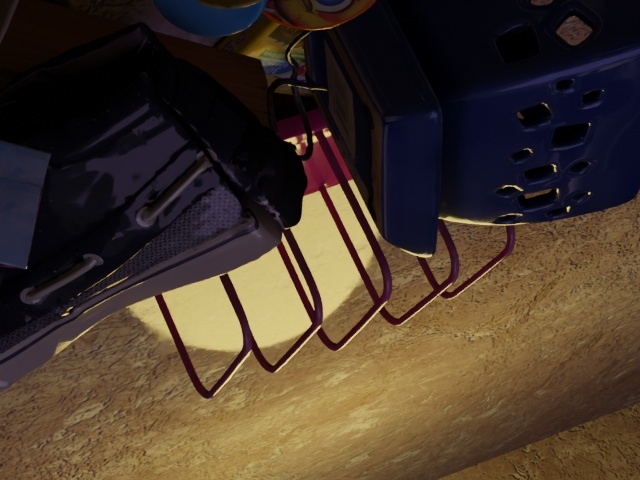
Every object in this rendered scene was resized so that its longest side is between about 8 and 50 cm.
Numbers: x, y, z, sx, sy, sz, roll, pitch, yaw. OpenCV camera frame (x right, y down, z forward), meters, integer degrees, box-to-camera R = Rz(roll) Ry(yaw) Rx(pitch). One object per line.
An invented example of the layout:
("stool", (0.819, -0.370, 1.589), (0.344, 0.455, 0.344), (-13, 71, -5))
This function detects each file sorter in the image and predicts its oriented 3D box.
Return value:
("file sorter", (0.000, 0.000, 1.316), (0.290, 0.182, 0.202), (-20, 167, -24))

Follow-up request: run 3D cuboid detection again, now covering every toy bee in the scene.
("toy bee", (-0.021, -0.195, 0.876), (0.162, 0.195, 0.298), (-19, 154, 24))

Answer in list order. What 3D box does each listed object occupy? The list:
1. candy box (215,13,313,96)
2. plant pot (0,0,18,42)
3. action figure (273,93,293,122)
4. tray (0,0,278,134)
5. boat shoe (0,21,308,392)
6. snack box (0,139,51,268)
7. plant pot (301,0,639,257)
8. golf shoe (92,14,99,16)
("candy box", (0.005, -0.160, 1.221), (0.206, 0.027, 0.105), (0, 150, -48))
("plant pot", (-0.250, -0.194, 0.590), (0.191, 0.284, 0.284), (9, 161, 10))
("action figure", (-0.051, -0.099, 1.306), (0.038, 0.030, 0.115), (-20, 161, -21))
("tray", (-0.255, -0.079, 0.938), (0.411, 0.076, 0.203), (12, 141, -34))
("boat shoe", (-0.191, -0.015, 0.906), (0.340, 0.127, 0.158), (-27, 134, 17))
("snack box", (-0.270, -0.038, 0.763), (0.174, 0.070, 0.207), (15, 176, -38))
("plant pot", (0.108, -0.138, 1.080), (0.212, 0.236, 0.236), (-21, 152, -8))
("golf shoe", (-0.230, -0.094, 1.050), (0.198, 0.077, 0.094), (-39, 156, 29))
